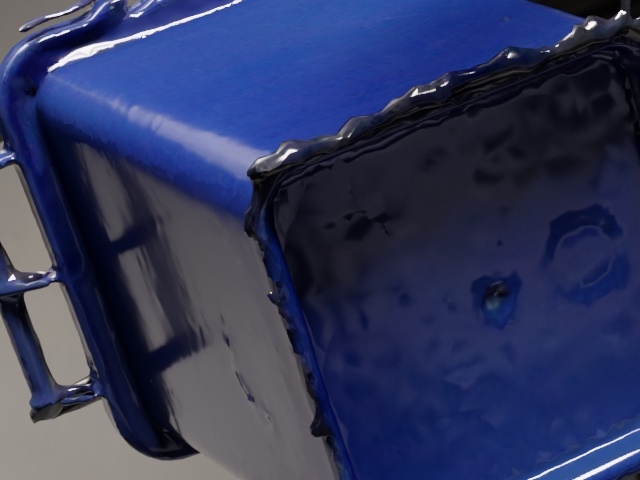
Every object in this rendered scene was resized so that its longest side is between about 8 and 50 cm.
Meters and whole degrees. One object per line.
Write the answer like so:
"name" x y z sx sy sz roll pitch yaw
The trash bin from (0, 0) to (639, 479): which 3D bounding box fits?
"trash bin" 0.000 0.000 0.508 0.184 0.234 0.162 -23 107 -15
